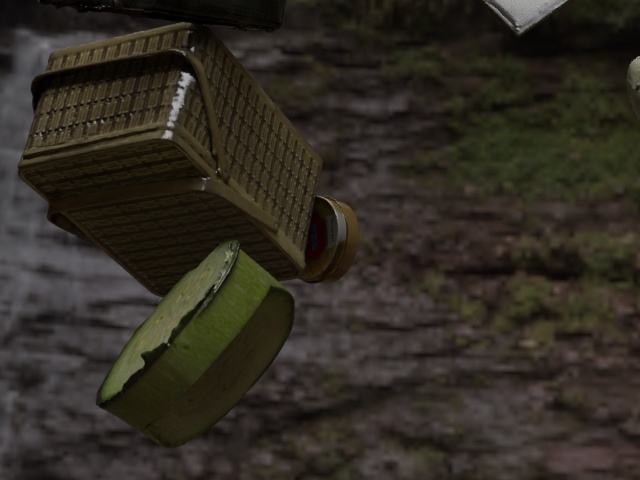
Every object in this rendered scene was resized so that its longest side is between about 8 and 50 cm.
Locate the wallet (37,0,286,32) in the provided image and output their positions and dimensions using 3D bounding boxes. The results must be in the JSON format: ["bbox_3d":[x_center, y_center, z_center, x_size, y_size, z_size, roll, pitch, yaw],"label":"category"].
[{"bbox_3d":[-0.151,-0.309,1.646,0.317,0.169,0.044,0,11,-44],"label":"wallet"}]

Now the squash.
[{"bbox_3d":[-0.117,0.112,1.581,0.133,0.220,0.220,42,-21,-3],"label":"squash"}]

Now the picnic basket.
[{"bbox_3d":[-0.168,-0.078,1.803,0.228,0.175,0.313,-8,-35,28],"label":"picnic basket"}]

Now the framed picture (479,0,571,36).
[{"bbox_3d":[0.272,-0.360,1.947,0.231,0.173,0.010,-33,-24,-16],"label":"framed picture"}]

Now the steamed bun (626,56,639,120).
[{"bbox_3d":[0.399,-0.159,1.727,0.129,0.112,0.091,-13,-45,6],"label":"steamed bun"}]

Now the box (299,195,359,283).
[{"bbox_3d":[0.000,0.000,1.904,0.037,0.106,0.105,13,-18,-40],"label":"box"}]
